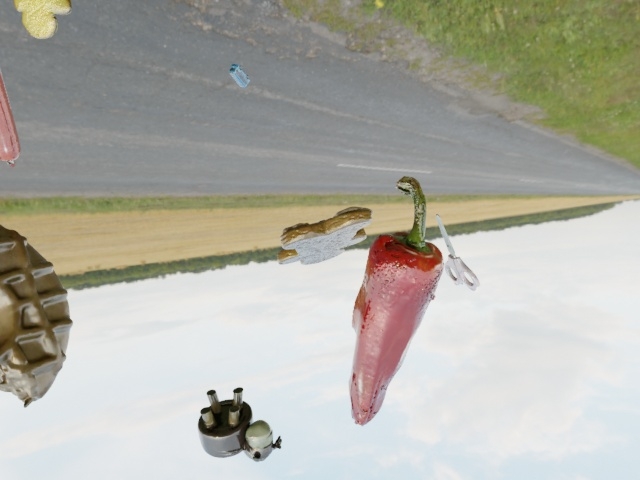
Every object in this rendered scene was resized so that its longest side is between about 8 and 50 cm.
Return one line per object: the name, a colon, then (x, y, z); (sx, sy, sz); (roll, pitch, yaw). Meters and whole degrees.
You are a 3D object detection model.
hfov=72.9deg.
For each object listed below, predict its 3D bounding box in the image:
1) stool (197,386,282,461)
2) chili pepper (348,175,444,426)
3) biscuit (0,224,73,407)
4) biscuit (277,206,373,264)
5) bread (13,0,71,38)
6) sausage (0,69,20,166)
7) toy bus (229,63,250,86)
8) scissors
stool: (-0.187, 0.413, 0.963); (0.217, 0.121, 0.125); (10, -159, 26)
chili pepper: (0.098, 0.105, 0.621); (0.110, 0.388, 0.110); (11, -159, -4)
biscuit: (-0.551, 0.092, 0.654); (0.115, 0.268, 0.366); (-18, 143, 19)
biscuit: (0.000, -0.002, 1.291); (0.283, 0.064, 0.432); (-17, 168, -3)
bread: (-0.884, -0.738, 1.408); (0.187, 0.149, 0.065); (-9, -166, 5)
sausage: (-0.354, -0.189, 0.448); (0.034, 0.253, 0.034); (6, -145, -4)
toy bus: (-0.299, -0.606, 1.591); (0.038, 0.046, 0.083); (20, 166, 31)
scissors: (0.275, 0.025, 0.904); (0.015, 0.189, 0.100); (-33, -158, -14)
